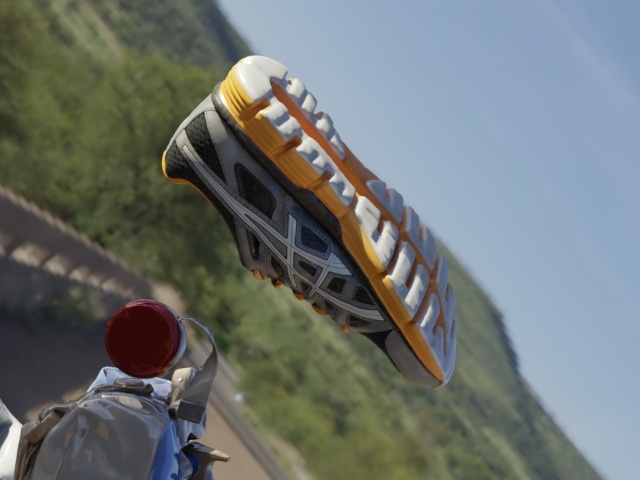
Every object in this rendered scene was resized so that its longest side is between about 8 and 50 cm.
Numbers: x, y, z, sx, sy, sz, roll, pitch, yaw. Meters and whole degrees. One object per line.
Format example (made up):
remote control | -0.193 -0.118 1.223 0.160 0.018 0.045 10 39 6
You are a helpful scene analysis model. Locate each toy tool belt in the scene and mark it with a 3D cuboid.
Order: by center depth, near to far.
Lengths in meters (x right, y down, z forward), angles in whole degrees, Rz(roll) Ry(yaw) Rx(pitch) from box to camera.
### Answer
toy tool belt | -0.050 0.055 0.397 0.052 0.083 0.051 16 2 7

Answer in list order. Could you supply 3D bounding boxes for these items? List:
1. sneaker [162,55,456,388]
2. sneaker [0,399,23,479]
sneaker | 0.000 0.000 0.848 0.215 0.083 0.084 52 24 -13
sneaker | -0.170 0.045 0.492 0.292 0.110 0.118 55 19 6
